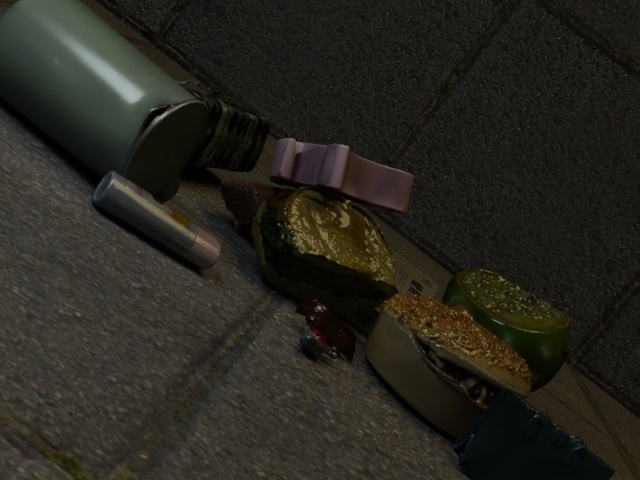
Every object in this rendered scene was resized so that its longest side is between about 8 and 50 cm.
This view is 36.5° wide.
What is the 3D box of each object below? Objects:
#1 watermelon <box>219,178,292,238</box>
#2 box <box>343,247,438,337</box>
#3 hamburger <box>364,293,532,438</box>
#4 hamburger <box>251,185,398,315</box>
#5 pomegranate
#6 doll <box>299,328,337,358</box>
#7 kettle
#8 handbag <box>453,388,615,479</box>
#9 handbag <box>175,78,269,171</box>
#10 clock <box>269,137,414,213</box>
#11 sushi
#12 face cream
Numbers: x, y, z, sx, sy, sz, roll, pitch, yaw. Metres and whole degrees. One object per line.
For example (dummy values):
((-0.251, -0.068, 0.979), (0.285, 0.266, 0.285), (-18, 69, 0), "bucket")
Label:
((-0.096, -0.055, 1.870), (0.193, 0.139, 0.257), (9, -4, 30), "watermelon")
((0.128, 0.106, 1.932), (0.175, 0.062, 0.260), (37, 27, 0), "box")
((0.219, 0.205, 1.665), (0.302, 0.170, 0.302), (37, 8, -6), "hamburger")
((0.000, 0.000, 1.741), (0.309, 0.132, 0.211), (21, 44, -35), "hamburger")
((0.356, 0.216, 2.111), (0.359, 0.216, 0.310), (-4, 32, -29), "pomegranate")
((-0.009, 0.155, 1.473), (0.114, 0.039, 0.057), (36, 31, -70), "doll")
((-0.361, -0.210, 1.553), (0.318, 0.265, 0.205), (37, 38, 13), "kettle")
((0.326, 0.339, 1.491), (0.221, 0.144, 0.057), (36, 7, -8), "handbag")
((-0.317, -0.268, 2.048), (0.317, 0.180, 0.416), (27, 7, 14), "handbag")
((0.042, -0.122, 1.804), (0.275, 0.080, 0.290), (14, -1, -1), "clock")
((0.014, 0.146, 1.564), (0.120, 0.055, 0.052), (44, -7, -30), "sushi")
((-0.239, -0.028, 1.440), (0.198, 0.057, 0.084), (33, 7, -25), "face cream")
